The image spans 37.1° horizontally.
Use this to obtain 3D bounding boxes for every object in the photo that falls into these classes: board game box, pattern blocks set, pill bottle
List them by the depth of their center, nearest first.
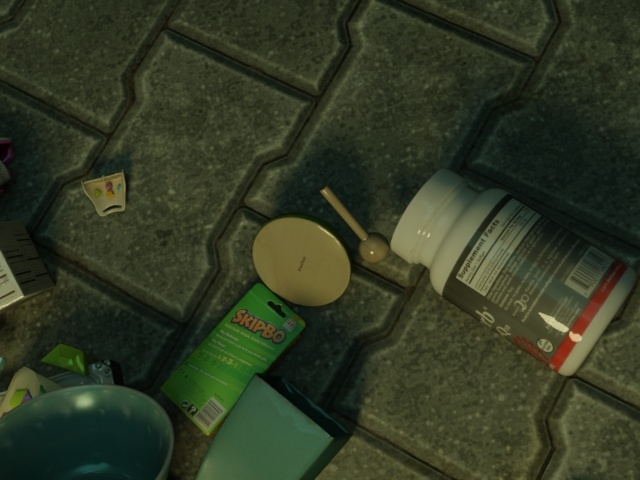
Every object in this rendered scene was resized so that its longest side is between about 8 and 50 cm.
[{"bbox_3d":[0.313,0.043,1.578,0.363,0.210,0.210,34,82,17],"label":"pill bottle"},{"bbox_3d":[-0.481,0.319,1.651,0.325,0.026,0.285,9,76,11],"label":"pattern blocks set"},{"bbox_3d":[-0.151,0.208,1.694,0.124,0.039,0.259,41,86,16],"label":"board game box"}]

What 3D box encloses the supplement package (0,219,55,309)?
[{"bbox_3d":[-0.644,0.086,1.699,0.262,0.204,0.145,-26,93,0],"label":"supplement package"}]

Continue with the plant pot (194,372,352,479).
[{"bbox_3d":[-0.093,0.365,1.580,0.166,0.165,0.234,36,90,16],"label":"plant pot"}]

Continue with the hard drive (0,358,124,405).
[{"bbox_3d":[-0.498,0.370,1.687,0.339,0.064,0.236,-17,73,3],"label":"hard drive"}]

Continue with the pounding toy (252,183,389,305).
[{"bbox_3d":[0.000,0.000,1.684,0.237,0.110,0.183,-35,104,34],"label":"pounding toy"}]

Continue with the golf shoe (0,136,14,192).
[{"bbox_3d":[-0.659,-0.103,1.779,0.140,0.115,0.306,2,48,-4],"label":"golf shoe"}]

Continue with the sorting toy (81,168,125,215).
[{"bbox_3d":[-0.402,-0.087,1.814,0.083,0.045,0.075,-14,80,4],"label":"sorting toy"}]

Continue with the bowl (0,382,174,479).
[{"bbox_3d":[-0.373,0.385,1.484,0.312,0.163,0.311,-1,32,1],"label":"bowl"}]
